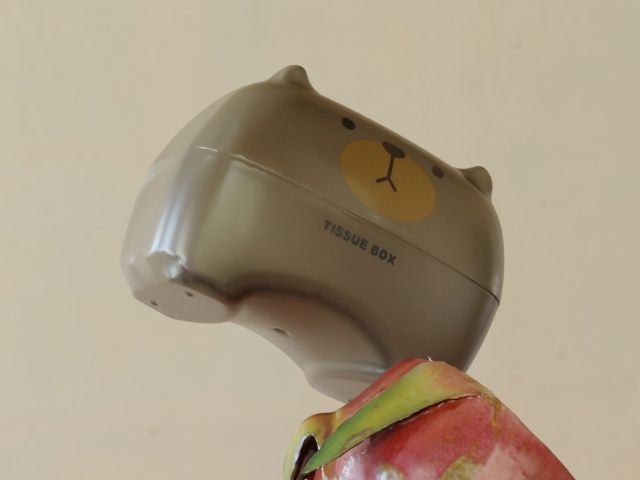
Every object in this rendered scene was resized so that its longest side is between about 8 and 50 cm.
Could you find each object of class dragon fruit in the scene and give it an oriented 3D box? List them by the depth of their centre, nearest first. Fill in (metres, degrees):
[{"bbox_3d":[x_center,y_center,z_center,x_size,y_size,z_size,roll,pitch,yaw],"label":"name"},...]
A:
[{"bbox_3d":[0.090,0.241,1.405,0.189,0.290,0.290,-40,2,-12],"label":"dragon fruit"}]

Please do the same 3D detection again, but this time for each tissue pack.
[{"bbox_3d":[0.000,0.000,1.975,0.387,0.277,0.267,28,-19,-17],"label":"tissue pack"}]
